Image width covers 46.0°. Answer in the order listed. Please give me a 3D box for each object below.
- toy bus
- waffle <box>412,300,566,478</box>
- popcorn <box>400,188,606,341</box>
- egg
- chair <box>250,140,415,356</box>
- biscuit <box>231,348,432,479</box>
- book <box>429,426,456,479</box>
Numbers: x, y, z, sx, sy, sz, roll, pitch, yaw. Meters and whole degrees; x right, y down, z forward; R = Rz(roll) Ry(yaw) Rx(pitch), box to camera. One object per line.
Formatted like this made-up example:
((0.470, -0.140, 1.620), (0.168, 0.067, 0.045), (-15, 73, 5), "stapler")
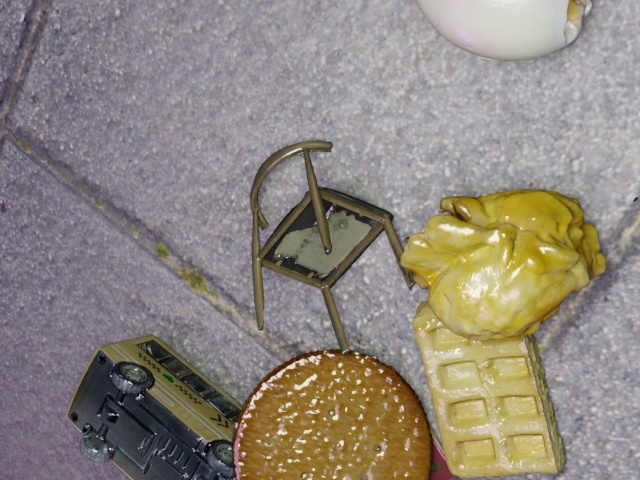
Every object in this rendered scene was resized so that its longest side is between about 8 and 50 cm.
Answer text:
((-0.230, 0.324, 1.258), (0.365, 0.202, 0.177), (36, 109, 17), "toy bus")
((0.238, 0.212, 1.081), (0.167, 0.057, 0.274), (-12, 97, 28), "waffle")
((0.231, 0.030, 0.956), (0.253, 0.191, 0.190), (-2, 90, 17), "popcorn")
((0.208, -0.309, 0.903), (0.217, 0.183, 0.183), (13, 108, 29), "egg")
((0.000, 0.000, 1.099), (0.188, 0.166, 0.272), (-49, 37, 27), "chair")
((0.019, 0.310, 1.125), (0.305, 0.038, 0.306), (0, 86, -5), "biscuit")
((0.088, 0.352, 1.208), (0.232, 0.022, 0.162), (-37, 83, 28), "book")
